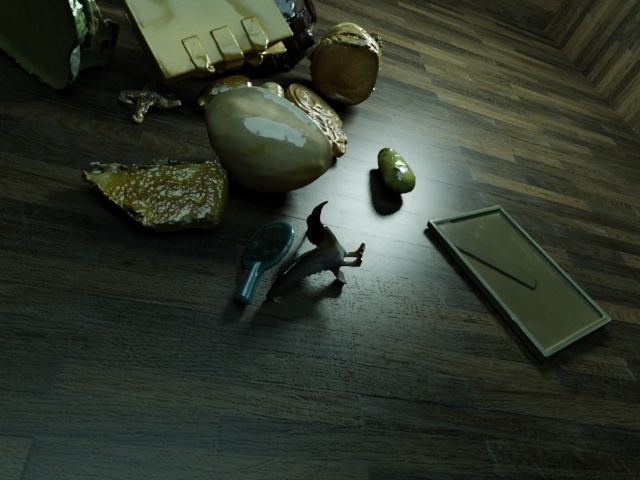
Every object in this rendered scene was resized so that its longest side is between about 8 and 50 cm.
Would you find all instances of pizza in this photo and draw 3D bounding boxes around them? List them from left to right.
[{"bbox_3d":[-0.339,-0.098,1.022,0.296,0.071,0.189,1,60,-22],"label":"pizza"}]

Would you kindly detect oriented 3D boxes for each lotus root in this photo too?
[{"bbox_3d":[-0.267,-0.400,1.350,0.190,0.095,0.108,-23,26,-36],"label":"lotus root"}]

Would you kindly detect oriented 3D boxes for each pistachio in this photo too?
[{"bbox_3d":[-0.123,-0.230,1.145,0.308,0.230,0.230,17,42,-6],"label":"pistachio"}]

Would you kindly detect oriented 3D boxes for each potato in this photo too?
[{"bbox_3d":[0.210,-0.194,1.388,0.105,0.085,0.188,25,32,-35],"label":"potato"}]

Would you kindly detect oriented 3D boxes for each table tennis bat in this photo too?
[{"bbox_3d":[-0.118,0.041,0.983,0.033,0.124,0.201,51,48,-36],"label":"table tennis bat"}]

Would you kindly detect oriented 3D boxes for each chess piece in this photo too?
[{"bbox_3d":[-0.129,-0.349,1.369,0.090,0.090,0.200,4,48,-24],"label":"chess piece"}]

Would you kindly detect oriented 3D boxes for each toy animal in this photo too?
[{"bbox_3d":[0.016,0.002,1.023,0.160,0.197,0.273,23,37,-8],"label":"toy animal"}]

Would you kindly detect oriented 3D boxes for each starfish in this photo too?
[{"bbox_3d":[-0.434,-0.365,1.272,0.150,0.053,0.210,11,47,1],"label":"starfish"}]

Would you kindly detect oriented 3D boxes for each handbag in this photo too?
[{"bbox_3d":[-0.303,-0.585,1.330,0.401,0.133,0.283,-29,87,-26],"label":"handbag"}]

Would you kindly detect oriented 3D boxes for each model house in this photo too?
[{"bbox_3d":[-0.595,-0.558,1.187,0.261,0.321,0.266,37,41,2],"label":"model house"},{"bbox_3d":[-0.171,-0.679,1.598,0.297,0.317,0.283,3,82,9],"label":"model house"}]

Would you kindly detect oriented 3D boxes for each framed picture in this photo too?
[{"bbox_3d":[0.523,0.086,1.305,0.326,0.028,0.446,-11,54,-35],"label":"framed picture"}]

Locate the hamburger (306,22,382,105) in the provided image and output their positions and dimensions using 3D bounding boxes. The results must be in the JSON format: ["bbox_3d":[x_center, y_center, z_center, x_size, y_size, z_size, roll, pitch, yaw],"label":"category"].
[{"bbox_3d":[0.092,-0.575,1.595,0.245,0.260,0.211,46,17,-26],"label":"hamburger"}]

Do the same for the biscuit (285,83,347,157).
[{"bbox_3d":[-0.006,-0.358,1.433,0.202,0.044,0.289,19,37,-38],"label":"biscuit"}]
